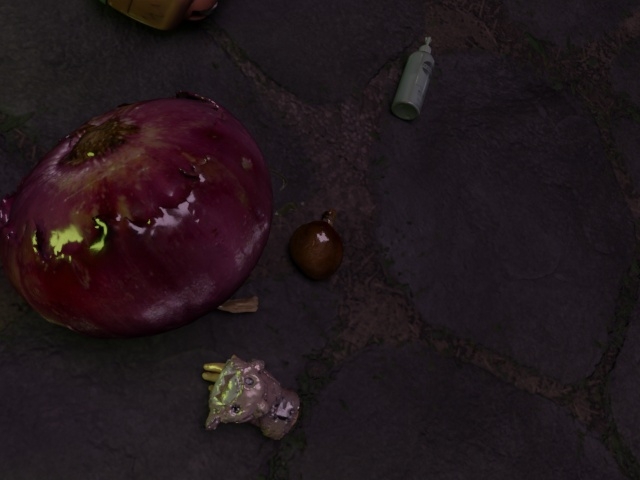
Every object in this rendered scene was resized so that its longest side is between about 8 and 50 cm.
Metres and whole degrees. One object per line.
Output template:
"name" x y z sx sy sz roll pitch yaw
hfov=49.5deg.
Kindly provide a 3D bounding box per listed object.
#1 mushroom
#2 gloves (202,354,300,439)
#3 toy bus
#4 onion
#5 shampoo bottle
"mushroom" -0.003 -0.005 1.123 0.088 0.072 0.129 3 59 18
"gloves" -0.097 0.222 0.987 0.144 0.094 0.110 15 76 -22
"toy bus" -0.254 -0.495 1.176 0.232 0.194 0.287 33 61 -13
"onion" -0.236 -0.013 0.922 0.358 0.358 0.344 -13 115 -23
"shampoo bottle" 0.185 -0.320 1.327 0.056 0.056 0.195 23 63 -9
